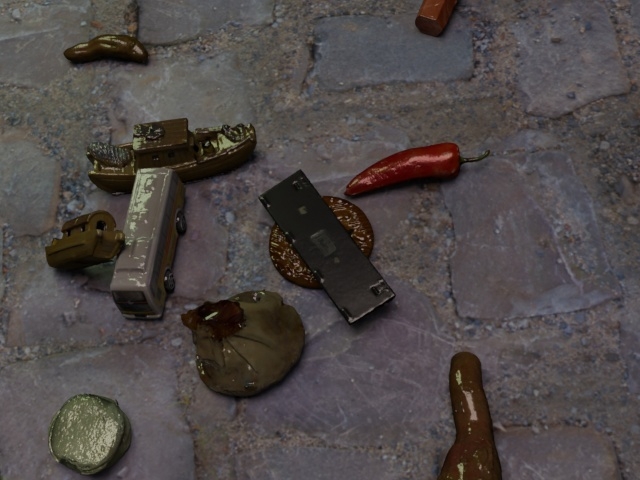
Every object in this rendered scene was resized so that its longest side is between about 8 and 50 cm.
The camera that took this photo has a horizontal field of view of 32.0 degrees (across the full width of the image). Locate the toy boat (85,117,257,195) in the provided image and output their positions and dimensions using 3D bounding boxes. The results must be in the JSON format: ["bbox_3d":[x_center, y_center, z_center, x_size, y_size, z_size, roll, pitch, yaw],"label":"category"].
[{"bbox_3d":[-0.276,-0.167,2.054,0.321,0.121,0.089,-10,52,4],"label":"toy boat"}]

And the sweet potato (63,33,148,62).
[{"bbox_3d":[-0.435,-0.390,2.256,0.182,0.054,0.053,0,50,12],"label":"sweet potato"}]

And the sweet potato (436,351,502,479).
[{"bbox_3d":[0.223,0.341,1.673,0.109,0.109,0.385,5,55,12],"label":"sweet potato"}]

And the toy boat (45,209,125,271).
[{"bbox_3d":[-0.416,0.001,1.946,0.226,0.068,0.088,-12,72,51],"label":"toy boat"}]

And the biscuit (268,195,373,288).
[{"bbox_3d":[-0.001,-0.001,1.960,0.187,0.027,0.188,-4,59,7],"label":"biscuit"}]

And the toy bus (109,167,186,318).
[{"bbox_3d":[-0.301,0.001,1.963,0.092,0.106,0.268,0,60,13],"label":"toy bus"}]

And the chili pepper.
[{"bbox_3d":[0.170,-0.131,1.994,0.272,0.063,0.071,-12,45,5],"label":"chili pepper"}]

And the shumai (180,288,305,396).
[{"bbox_3d":[-0.130,0.148,1.837,0.201,0.120,0.201,-6,56,9],"label":"shumai"}]

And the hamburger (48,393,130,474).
[{"bbox_3d":[-0.377,0.312,1.812,0.140,0.062,0.133,30,69,22],"label":"hamburger"}]

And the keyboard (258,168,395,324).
[{"bbox_3d":[0.011,0.008,1.921,0.106,0.027,0.317,-32,59,-7],"label":"keyboard"}]

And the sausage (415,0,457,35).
[{"bbox_3d":[0.243,-0.484,2.194,0.065,0.065,0.169,17,65,19],"label":"sausage"}]
